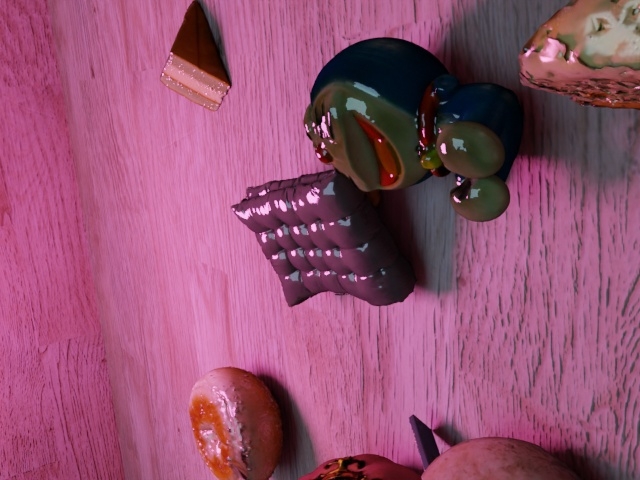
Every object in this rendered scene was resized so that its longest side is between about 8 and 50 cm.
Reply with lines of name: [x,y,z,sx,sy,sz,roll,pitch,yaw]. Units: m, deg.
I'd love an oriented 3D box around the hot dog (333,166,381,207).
hot dog: [0.050,-0.124,1.039,0.071,0.045,0.164,-27,79,58]

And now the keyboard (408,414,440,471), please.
keyboard: [0.169,0.337,0.955,0.014,0.055,0.176,-41,29,17]

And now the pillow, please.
pillow: [0.000,0.000,1.062,0.326,0.101,0.228,-7,120,54]

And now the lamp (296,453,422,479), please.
lamp: [0.059,0.494,1.032,0.305,0.305,0.239,-2,118,56]

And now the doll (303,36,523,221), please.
doll: [0.113,-0.148,0.819,0.322,0.186,0.198,24,154,31]

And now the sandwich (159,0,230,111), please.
sandwich: [-0.257,-0.408,1.426,0.117,0.144,0.187,-37,34,54]

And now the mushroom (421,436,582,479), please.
mushroom: [0.259,0.363,0.804,0.189,0.195,0.253,-36,51,23]

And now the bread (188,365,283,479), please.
bread: [-0.186,0.428,1.485,0.306,0.159,0.305,21,116,54]

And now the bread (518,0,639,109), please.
bread: [0.313,-0.224,0.433,0.316,0.249,0.278,13,107,40]
